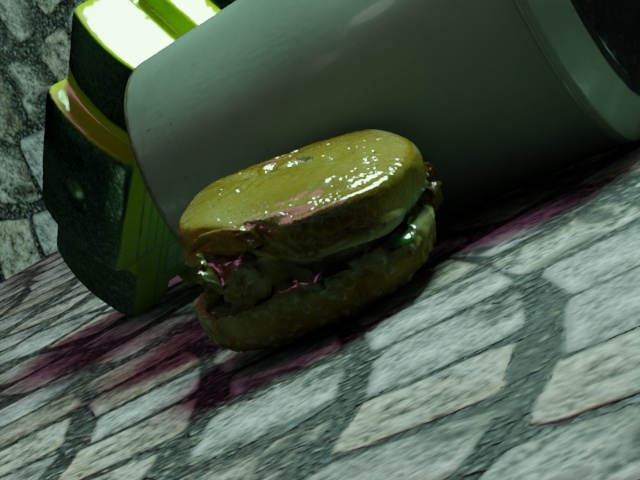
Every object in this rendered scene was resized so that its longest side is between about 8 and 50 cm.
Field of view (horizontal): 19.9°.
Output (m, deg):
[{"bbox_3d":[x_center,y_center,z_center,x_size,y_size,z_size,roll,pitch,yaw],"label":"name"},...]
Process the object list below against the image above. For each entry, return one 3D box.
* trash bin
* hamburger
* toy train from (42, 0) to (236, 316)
[{"bbox_3d":[0.075,-0.144,1.550,0.432,0.280,0.280,-27,7,22],"label":"trash bin"},{"bbox_3d":[0.000,0.000,1.377,0.215,0.122,0.189,-23,14,-7],"label":"hamburger"},{"bbox_3d":[-0.151,-0.109,1.889,0.272,0.179,0.442,-32,-27,-31],"label":"toy train"}]
